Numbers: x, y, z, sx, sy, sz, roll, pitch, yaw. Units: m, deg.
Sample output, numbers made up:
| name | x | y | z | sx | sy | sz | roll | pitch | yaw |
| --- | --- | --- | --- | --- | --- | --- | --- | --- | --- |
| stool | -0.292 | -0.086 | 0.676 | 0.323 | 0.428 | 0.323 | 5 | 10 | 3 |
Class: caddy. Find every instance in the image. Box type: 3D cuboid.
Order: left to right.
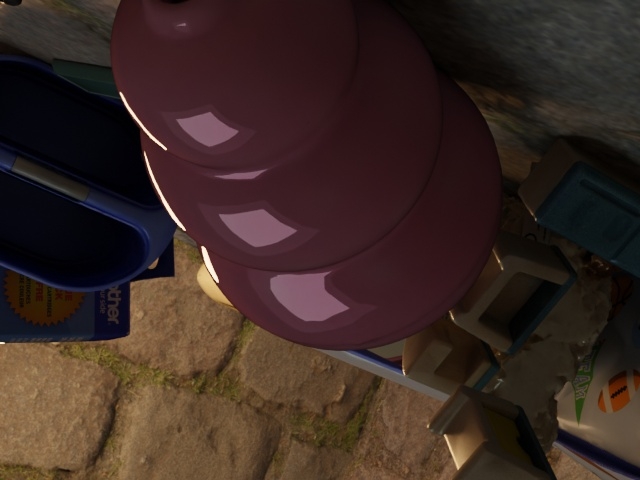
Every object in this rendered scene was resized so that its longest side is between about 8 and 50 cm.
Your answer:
| name | x | y | z | sx | sy | sz | roll | pitch | yaw |
| --- | --- | --- | --- | --- | --- | --- | --- | --- | --- |
| caddy | -0.336 | -0.082 | 1.393 | 0.341 | 0.241 | 0.179 | 24 | 180 | -22 |

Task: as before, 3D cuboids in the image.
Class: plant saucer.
| name | x | y | z | sx | sy | sz | roll | pitch | yaw |
| --- | --- | --- | --- | --- | --- | --- | --- | --- | --- |
| plant saucer | -0.222 | -0.169 | 1.253 | 0.192 | 0.018 | 0.067 | 17 | 172 | 45 |

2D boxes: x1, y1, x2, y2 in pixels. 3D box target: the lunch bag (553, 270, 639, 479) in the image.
| name | x | y | z | sx | sy | sz | roll | pitch | yaw |
| --- | --- | --- | --- | --- | --- | --- | --- | --- | --- |
| lunch bag | 0.431 | 0.185 | 1.016 | 0.328 | 0.239 | 0.385 | 29 | 179 | -24 |

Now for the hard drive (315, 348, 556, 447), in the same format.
| name | x | y | z | sx | sy | sz | roll | pitch | yaw |
| --- | --- | --- | --- | --- | --- | --- | --- | --- | --- |
| hard drive | 0.164 | 0.095 | 1.353 | 0.319 | 0.210 | 0.040 | 22 | 142 | 2 |

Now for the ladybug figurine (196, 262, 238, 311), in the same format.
| name | x | y | z | sx | sy | sz | roll | pitch | yaw |
| --- | --- | --- | --- | --- | --- | --- | --- | --- | --- |
| ladybug figurine | -0.052 | 0.081 | 2.107 | 0.305 | 0.161 | 0.449 | 26 | 172 | -37 |

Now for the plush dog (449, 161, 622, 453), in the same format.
| name | x | y | z | sx | sy | sz | roll | pitch | yaw |
| --- | --- | --- | --- | --- | --- | --- | --- | --- | --- |
| plush dog | 0.171 | 0.031 | 1.003 | 0.262 | 0.211 | 0.225 | 59 | -176 | -6 |

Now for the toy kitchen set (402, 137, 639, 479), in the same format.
| name | x | y | z | sx | sy | sz | roll | pitch | yaw |
| --- | --- | --- | --- | --- | --- | --- | --- | --- | --- |
| toy kitchen set | 0.175 | 0.070 | 0.800 | 0.122 | 0.207 | 0.166 | 24 | -155 | -26 |

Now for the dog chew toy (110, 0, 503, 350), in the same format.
| name | x | y | z | sx | sy | sz | roll | pitch | yaw |
| --- | --- | --- | --- | --- | --- | --- | --- | --- | --- |
| dog chew toy | -0.011 | -0.062 | 0.682 | 0.207 | 0.206 | 0.332 | 19 | 165 | 28 |

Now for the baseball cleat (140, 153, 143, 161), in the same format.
| name | x | y | z | sx | sy | sz | roll | pitch | yaw |
| --- | --- | --- | --- | --- | --- | --- | --- | --- | --- |
| baseball cleat | -0.169 | -0.071 | 1.647 | 0.206 | 0.072 | 0.109 | 27 | 173 | -42 |

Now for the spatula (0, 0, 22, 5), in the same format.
| name | x | y | z | sx | sy | sz | roll | pitch | yaw |
| --- | --- | --- | --- | --- | --- | --- | --- | --- | --- |
| spatula | -0.378 | -0.264 | 0.920 | 0.296 | 0.030 | 0.084 | 24 | 171 | -17 |

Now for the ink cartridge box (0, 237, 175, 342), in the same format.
| name | x | y | z | sx | sy | sz | roll | pitch | yaw |
| --- | --- | --- | --- | --- | --- | --- | --- | --- | --- |
| ink cartridge box | -0.403 | 0.004 | 1.562 | 0.396 | 0.269 | 0.151 | 1 | 174 | -23 |

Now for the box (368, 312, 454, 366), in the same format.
| name | x | y | z | sx | sy | sz | roll | pitch | yaw |
| --- | --- | --- | --- | --- | --- | --- | --- | --- | --- |
| box | 0.179 | 0.082 | 1.210 | 0.232 | 0.148 | 0.127 | 28 | 154 | -17 |
